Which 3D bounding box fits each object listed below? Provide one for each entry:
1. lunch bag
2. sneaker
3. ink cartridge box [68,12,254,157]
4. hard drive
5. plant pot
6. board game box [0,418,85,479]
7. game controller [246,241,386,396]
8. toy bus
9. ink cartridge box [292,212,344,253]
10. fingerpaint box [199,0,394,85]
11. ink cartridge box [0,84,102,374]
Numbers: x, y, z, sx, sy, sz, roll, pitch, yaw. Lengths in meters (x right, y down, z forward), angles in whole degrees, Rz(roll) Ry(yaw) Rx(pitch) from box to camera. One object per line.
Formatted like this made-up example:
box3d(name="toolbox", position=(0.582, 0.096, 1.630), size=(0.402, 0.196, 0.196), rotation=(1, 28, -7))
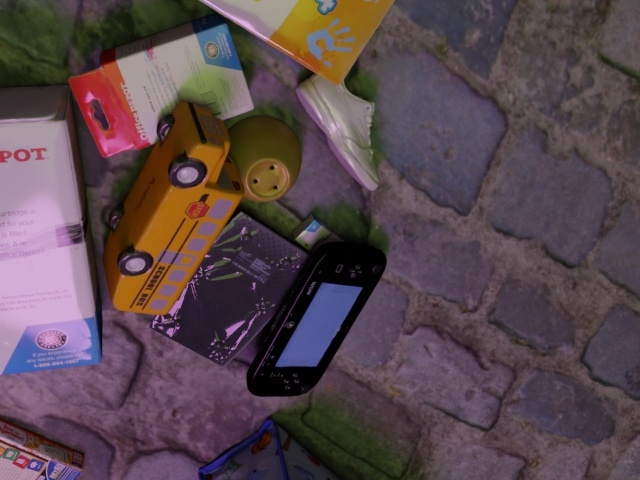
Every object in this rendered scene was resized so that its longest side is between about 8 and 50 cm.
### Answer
box3d(name="lunch bag", position=(-0.023, 0.561, 1.453), size=(0.239, 0.385, 0.328), rotation=(-40, 117, 9))
box3d(name="sneaker", position=(0.053, -0.175, 1.271), size=(0.094, 0.080, 0.212), rotation=(-37, 118, -6))
box3d(name="ink cartridge box", position=(-0.226, -0.221, 1.175), size=(0.231, 0.078, 0.134), rotation=(-19, 121, -3))
box3d(name="hard drive", position=(-0.149, 0.077, 1.362), size=(0.172, 0.054, 0.255), rotation=(33, 105, -25))
box3d(name="plant pot", position=(-0.087, -0.112, 1.255), size=(0.134, 0.095, 0.134), rotation=(-5, 117, -11))
box3d(name="board game box", position=(-0.540, 0.406, 1.447), size=(0.193, 0.045, 0.147), rotation=(34, 106, -25))
box3d(name="game controller", position=(-0.009, 0.139, 1.398), size=(0.166, 0.067, 0.319), rotation=(3, 121, -52))
box3d(name="toy bus", position=(-0.217, -0.038, 1.206), size=(0.130, 0.108, 0.333), rotation=(12, 128, -35))
box3d(name="ink cartridge box", position=(0.000, 0.000, 1.371), size=(0.048, 0.028, 0.083), rotation=(-45, 118, 12))
box3d(name="fingerpaint box", position=(-0.016, -0.489, 1.037), size=(0.371, 0.163, 0.445), rotation=(27, 109, -23))
box3d(name="ink cartridge box", position=(-0.479, -0.010, 1.176), size=(0.285, 0.166, 0.395), rotation=(-5, 119, -11))
